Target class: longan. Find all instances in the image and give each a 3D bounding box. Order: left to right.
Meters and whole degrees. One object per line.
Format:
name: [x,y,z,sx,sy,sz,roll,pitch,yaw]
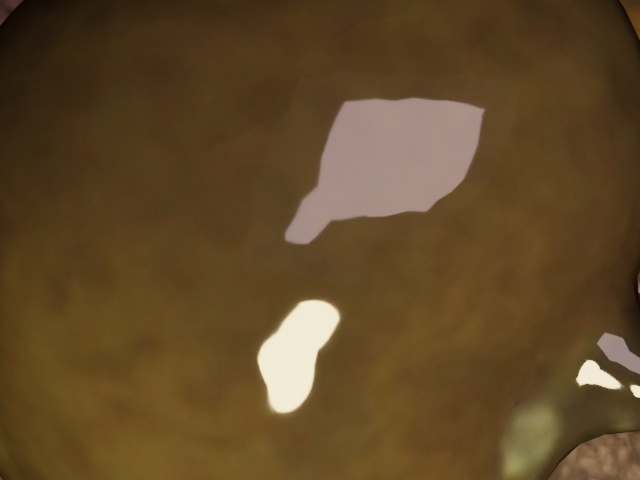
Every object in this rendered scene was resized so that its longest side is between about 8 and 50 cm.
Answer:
longan: [0.000,0.000,0.598,0.300,0.243,0.300,0,92,11]

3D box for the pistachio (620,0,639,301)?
pistachio: [0.141,-0.024,0.723,0.165,0.130,0.210,-11,56,22]
